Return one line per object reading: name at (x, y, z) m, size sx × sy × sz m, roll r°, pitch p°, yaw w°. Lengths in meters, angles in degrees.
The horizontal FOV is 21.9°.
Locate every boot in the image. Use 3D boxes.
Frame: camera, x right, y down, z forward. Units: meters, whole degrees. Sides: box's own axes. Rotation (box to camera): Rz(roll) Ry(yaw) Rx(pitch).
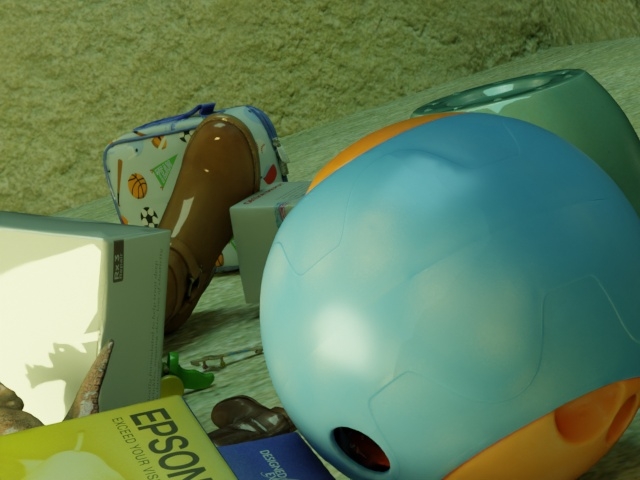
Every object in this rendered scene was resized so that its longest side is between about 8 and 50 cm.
boot at (-0.093, 0.175, 1.484) m, size 0.106 × 0.037 × 0.114 m, roll -4°, pitch 13°, yaw 41°
boot at (-0.174, -0.002, 1.994) m, size 0.109 × 0.283 × 0.220 m, roll 29°, pitch 27°, yaw 6°

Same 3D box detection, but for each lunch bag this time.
lunch bag at (-0.170, -0.076, 2.389) m, size 0.303 × 0.243 × 0.115 m, roll -7°, pitch 13°, yaw 40°

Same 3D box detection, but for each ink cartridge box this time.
ink cartridge box at (-0.107, 0.197, 1.040) m, size 0.307 × 0.072 × 0.303 m, roll -15°, pitch 24°, yaw -18°
ink cartridge box at (0.000, 0.000, 2.011) m, size 0.176 × 0.127 × 0.128 m, roll 0°, pitch 16°, yaw 28°

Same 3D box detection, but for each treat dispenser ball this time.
treat dispenser ball at (0.100, 0.052, 1.189) m, size 0.288 × 0.288 × 0.288 m, roll -14°, pitch 10°, yaw 3°

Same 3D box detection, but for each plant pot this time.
plant pot at (0.208, -0.043, 1.694) m, size 0.293 × 0.235 × 0.293 m, roll -14°, pitch 9°, yaw 2°

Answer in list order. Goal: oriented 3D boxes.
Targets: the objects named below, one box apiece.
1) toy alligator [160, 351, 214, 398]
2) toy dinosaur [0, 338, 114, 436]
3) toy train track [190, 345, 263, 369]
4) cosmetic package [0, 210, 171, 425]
toy alligator at (-0.206, 0.153, 1.730) m, size 0.189 × 0.051 × 0.056 m, roll -16°, pitch 10°, yaw -8°
toy dinosaur at (-0.270, 0.193, 1.329) m, size 0.295 × 0.127 × 0.200 m, roll -26°, pitch 14°, yaw -16°
toy train track at (-0.102, 0.131, 1.823) m, size 0.083 × 0.014 × 0.048 m, roll -12°, pitch 2°, yaw -18°
cosmetic package at (-0.349, 0.076, 1.594) m, size 0.385 × 0.217 × 0.156 m, roll 8°, pitch 7°, yaw 17°
